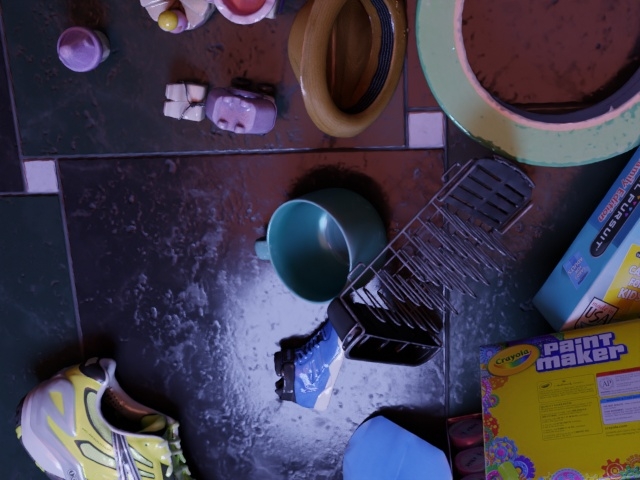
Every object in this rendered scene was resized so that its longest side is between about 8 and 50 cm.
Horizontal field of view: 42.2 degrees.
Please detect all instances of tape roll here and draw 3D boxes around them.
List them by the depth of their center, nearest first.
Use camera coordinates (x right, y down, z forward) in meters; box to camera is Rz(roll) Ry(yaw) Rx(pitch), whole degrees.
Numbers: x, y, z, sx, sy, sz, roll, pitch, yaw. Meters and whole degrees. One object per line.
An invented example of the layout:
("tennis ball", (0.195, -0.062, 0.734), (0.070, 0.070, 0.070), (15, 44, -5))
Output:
("tape roll", (0.266, -0.244, 0.916), (0.322, 0.077, 0.321), (2, 107, 6))

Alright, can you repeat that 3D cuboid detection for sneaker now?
("sneaker", (-0.016, 0.148, 1.077), (0.085, 0.058, 0.152), (13, 114, -6))
("sneaker", (-0.234, 0.324, 1.113), (0.147, 0.145, 0.384), (-39, 100, 16))

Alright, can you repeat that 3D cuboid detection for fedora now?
("fedora", (0.020, -0.216, 0.934), (0.079, 0.194, 0.194), (20, 112, 39))

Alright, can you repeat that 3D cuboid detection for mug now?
("mug", (0.005, -0.005, 1.003), (0.158, 0.097, 0.129), (36, 125, 27))

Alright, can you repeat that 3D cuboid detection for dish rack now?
("dish rack", (0.143, 0.027, 0.955), (0.271, 0.208, 0.074), (-48, 60, 15))

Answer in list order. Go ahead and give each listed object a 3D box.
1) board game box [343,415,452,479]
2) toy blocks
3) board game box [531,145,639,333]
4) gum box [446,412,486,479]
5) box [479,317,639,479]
("board game box", (0.109, 0.312, 1.105), (0.169, 0.033, 0.133), (24, 103, 34))
("toy blocks", (-0.177, -0.266, 0.868), (0.289, 0.260, 0.308), (13, 107, 3))
("board game box", (0.438, -0.006, 0.924), (0.254, 0.079, 0.336), (22, 110, -21))
("gum box", (0.200, 0.308, 1.029), (0.062, 0.188, 0.107), (-12, 105, 9))
("box", (0.355, 0.232, 0.908), (0.290, 0.177, 0.279), (-13, 138, 21))
